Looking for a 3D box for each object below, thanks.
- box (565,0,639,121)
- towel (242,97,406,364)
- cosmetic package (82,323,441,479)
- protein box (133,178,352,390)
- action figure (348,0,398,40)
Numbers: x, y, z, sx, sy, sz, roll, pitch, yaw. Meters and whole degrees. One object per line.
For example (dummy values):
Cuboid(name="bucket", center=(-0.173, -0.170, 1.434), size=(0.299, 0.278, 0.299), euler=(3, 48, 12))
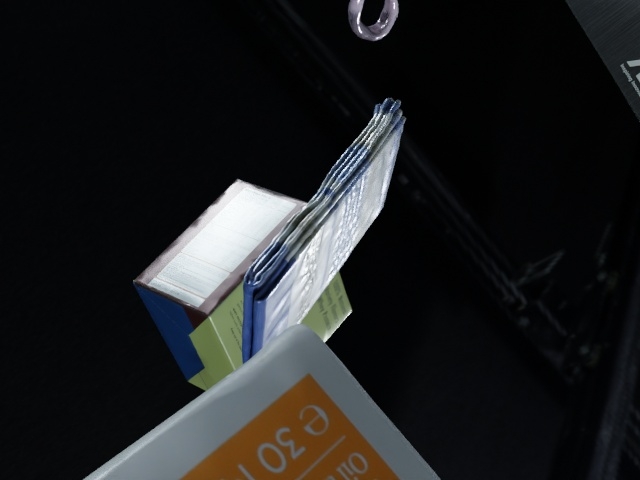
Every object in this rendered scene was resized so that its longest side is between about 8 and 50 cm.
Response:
Cuboid(name="box", center=(0.211, -0.158, 0.502), size=(0.056, 0.183, 0.231), euler=(25, -143, -47))
Cuboid(name="towel", center=(0.000, 0.000, 1.075), size=(0.034, 0.209, 0.285), euler=(30, -119, 13))
Cuboid(name="cosmetic package", center=(0.037, 0.280, 0.350), size=(0.453, 0.161, 0.230), euler=(49, -138, 7))
Cuboid(name="protein box", center=(-0.091, 0.071, 1.270), size=(0.201, 0.136, 0.200), euler=(-47, -41, -28))
Cuboid(name="action figure", center=(0.115, -0.428, 1.043), size=(0.276, 0.370, 0.248), euler=(64, -165, 9))
